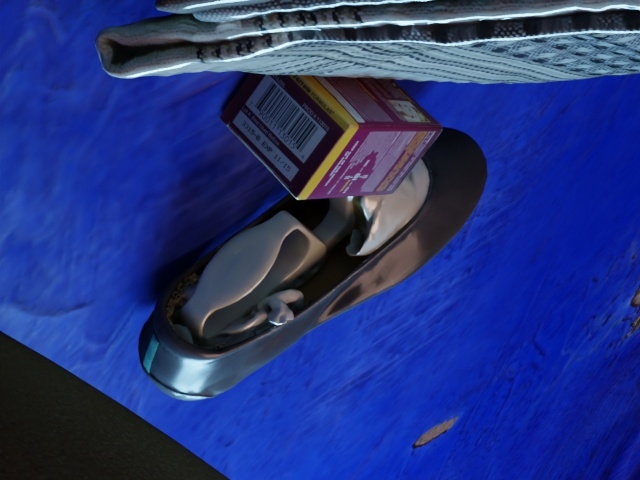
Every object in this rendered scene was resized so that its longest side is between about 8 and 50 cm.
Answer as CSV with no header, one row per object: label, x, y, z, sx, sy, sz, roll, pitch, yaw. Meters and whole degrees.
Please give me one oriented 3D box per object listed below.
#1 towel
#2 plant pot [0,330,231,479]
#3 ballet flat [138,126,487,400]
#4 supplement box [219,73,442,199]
towel,0.108,-0.080,0.646,0.324,0.312,0.056,-2,94,-58
plant pot,-0.131,0.125,0.585,0.237,0.254,0.237,-38,158,-19
ballet flat,0.000,0.000,0.850,0.203,0.074,0.074,-36,156,-17
supplement box,0.005,-0.051,0.787,0.043,0.055,0.083,-54,156,23
